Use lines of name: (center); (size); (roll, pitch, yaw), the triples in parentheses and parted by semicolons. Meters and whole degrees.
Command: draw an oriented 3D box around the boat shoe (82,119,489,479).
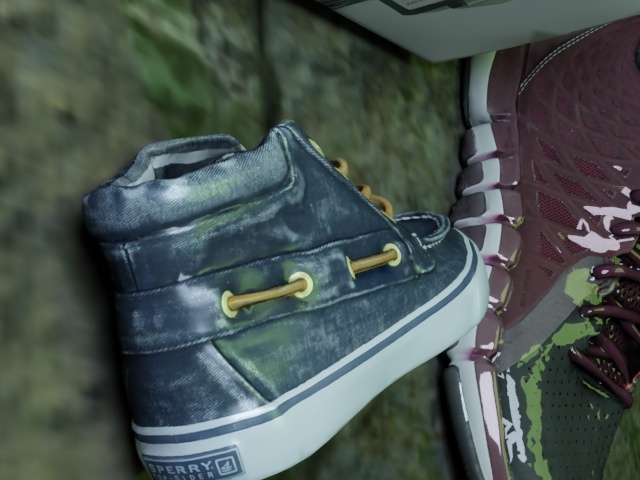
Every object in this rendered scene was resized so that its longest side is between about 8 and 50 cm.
boat shoe: (0.000, 0.000, 0.396); (0.183, 0.065, 0.083); (-33, 112, -62)

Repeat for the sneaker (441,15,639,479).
sneaker: (0.145, -0.001, 0.585); (0.106, 0.163, 0.281); (45, 42, -51)

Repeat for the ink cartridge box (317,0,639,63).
ink cartridge box: (0.024, -0.191, 0.458); (0.273, 0.115, 0.198); (10, 72, -63)
